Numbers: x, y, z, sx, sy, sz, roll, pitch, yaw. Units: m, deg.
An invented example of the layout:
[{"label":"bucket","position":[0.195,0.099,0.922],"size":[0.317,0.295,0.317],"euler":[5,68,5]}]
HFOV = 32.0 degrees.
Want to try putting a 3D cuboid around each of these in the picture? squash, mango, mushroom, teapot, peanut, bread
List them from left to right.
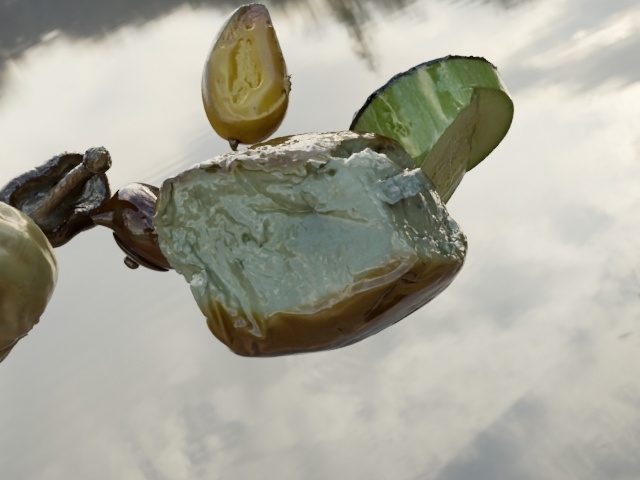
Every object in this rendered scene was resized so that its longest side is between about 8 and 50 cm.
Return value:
[{"label":"peanut","position":[-0.415,0.071,1.091],"size":[0.387,0.192,0.169],"euler":[-18,46,26]},{"label":"mushroom","position":[-0.379,-0.096,1.768],"size":[0.217,0.148,0.227],"euler":[-33,12,38]},{"label":"teapot","position":[-0.261,0.001,1.836],"size":[0.135,0.252,0.178],"euler":[-49,29,12]},{"label":"mango","position":[-0.084,-0.184,1.259],"size":[0.101,0.187,0.066],"euler":[2,-19,-8]},{"label":"bread","position":[0.000,0.000,1.151],"size":[0.279,0.225,0.250],"euler":[-20,-4,15]},{"label":"squash","position":[0.152,-0.122,1.362],"size":[0.220,0.220,0.133],"euler":[-30,62,-6]}]
